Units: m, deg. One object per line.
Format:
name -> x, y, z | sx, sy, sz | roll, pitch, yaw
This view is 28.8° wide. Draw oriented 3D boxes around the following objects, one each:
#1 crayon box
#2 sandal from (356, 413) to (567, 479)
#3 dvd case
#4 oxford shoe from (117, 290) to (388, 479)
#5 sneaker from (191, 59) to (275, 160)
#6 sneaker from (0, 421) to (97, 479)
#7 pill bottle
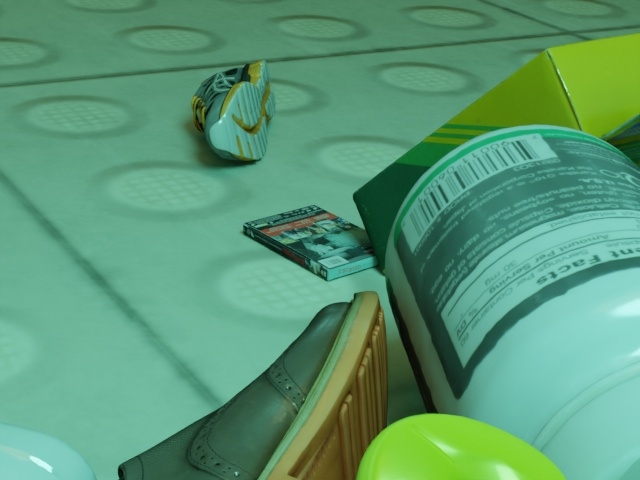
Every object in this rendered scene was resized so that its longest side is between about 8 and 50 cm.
crayon box -> 0.198, -0.081, 1.012 | 0.203, 0.083, 0.323 | -14, -12, -36
sandal -> 0.057, 0.228, 0.470 | 0.126, 0.138, 0.317 | 13, 43, -11
dvd case -> 0.000, 0.000, 1.119 | 0.087, 0.013, 0.119 | -16, 30, -39
oxford shoe -> -0.042, 0.122, 0.696 | 0.132, 0.130, 0.364 | 2, 21, 15
sneaker -> -0.101, -0.135, 1.346 | 0.083, 0.084, 0.215 | -7, 19, 8
sneaker -> -0.273, 0.153, 0.605 | 0.292, 0.108, 0.169 | 3, 26, 8
pill bottle -> 0.161, 0.080, 0.722 | 0.204, 0.204, 0.361 | 1, 24, -7
